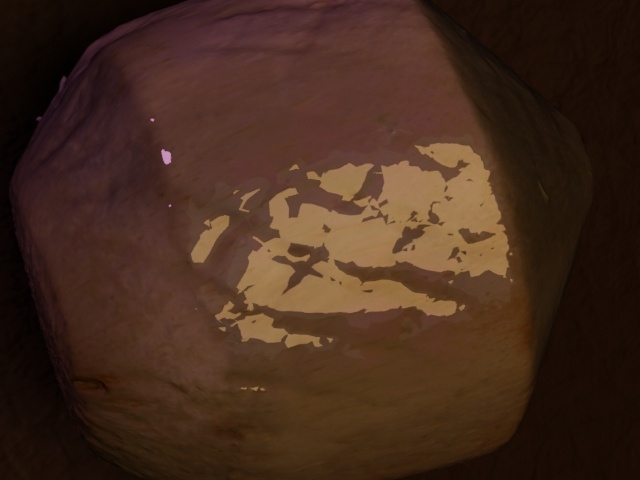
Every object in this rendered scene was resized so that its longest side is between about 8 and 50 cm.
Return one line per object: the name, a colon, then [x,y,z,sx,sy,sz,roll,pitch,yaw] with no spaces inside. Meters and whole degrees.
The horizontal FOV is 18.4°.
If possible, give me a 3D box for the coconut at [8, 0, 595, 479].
coconut: [0.000,0.000,1.380,0.415,0.344,0.415,-18,150,-11]
